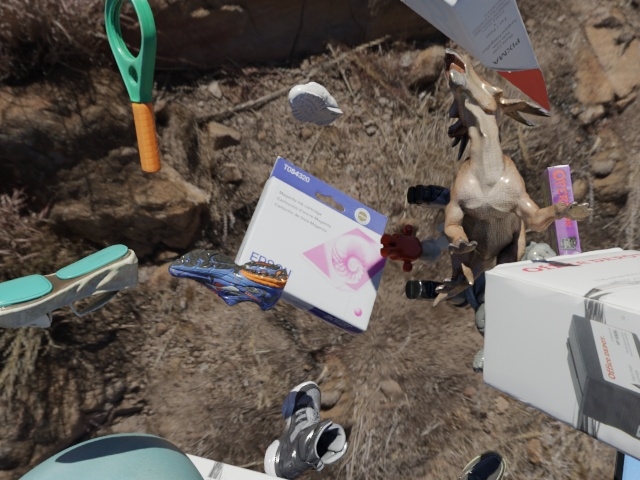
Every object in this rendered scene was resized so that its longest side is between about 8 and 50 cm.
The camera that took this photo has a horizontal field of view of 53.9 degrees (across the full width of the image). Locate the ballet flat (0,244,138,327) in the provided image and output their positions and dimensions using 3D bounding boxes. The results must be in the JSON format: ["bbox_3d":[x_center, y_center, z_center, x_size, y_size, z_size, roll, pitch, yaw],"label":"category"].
[{"bbox_3d":[-0.248,0.055,0.593,0.168,0.057,0.052,-22,118,-32],"label":"ballet flat"}]

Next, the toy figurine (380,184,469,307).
[{"bbox_3d":[0.241,0.008,1.248,0.148,0.213,0.210,7,123,-29],"label":"toy figurine"}]

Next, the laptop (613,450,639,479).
[{"bbox_3d":[0.577,0.309,0.878,0.264,0.136,0.234,-1,73,50],"label":"laptop"}]

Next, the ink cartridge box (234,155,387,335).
[{"bbox_3d":[0.000,0.000,1.423,0.324,0.071,0.330,27,62,-17],"label":"ink cartridge box"}]

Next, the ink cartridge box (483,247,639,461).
[{"bbox_3d":[0.328,0.101,0.546,0.223,0.307,0.129,-5,101,-27],"label":"ink cartridge box"}]

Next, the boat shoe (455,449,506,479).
[{"bbox_3d":[0.313,0.545,1.341,0.223,0.073,0.080,-45,76,-1],"label":"boat shoe"}]

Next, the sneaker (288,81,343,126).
[{"bbox_3d":[-0.026,-0.357,1.592,0.090,0.235,0.095,-26,79,18],"label":"sneaker"}]

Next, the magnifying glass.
[{"bbox_3d":[-0.233,-0.201,0.803,0.092,0.026,0.231,18,121,42],"label":"magnifying glass"}]

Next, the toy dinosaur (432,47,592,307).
[{"bbox_3d":[0.187,-0.048,0.703,0.127,0.296,0.200,0,50,0],"label":"toy dinosaur"}]

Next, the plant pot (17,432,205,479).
[{"bbox_3d":[-0.241,0.351,0.762,0.290,0.195,0.290,2,112,5],"label":"plant pot"}]

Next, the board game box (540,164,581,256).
[{"bbox_3d":[0.522,0.020,1.347,0.056,0.208,0.347,-8,90,19],"label":"board game box"}]

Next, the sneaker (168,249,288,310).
[{"bbox_3d":[-0.173,0.078,1.148,0.221,0.083,0.087,13,109,6],"label":"sneaker"}]

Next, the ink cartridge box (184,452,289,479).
[{"bbox_3d":[-0.162,0.474,1.026,0.272,0.114,0.197,9,118,15],"label":"ink cartridge box"}]

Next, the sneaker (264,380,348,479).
[{"bbox_3d":[-0.009,0.395,1.328,0.153,0.269,0.101,-22,113,28],"label":"sneaker"}]

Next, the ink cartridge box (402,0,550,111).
[{"bbox_3d":[0.207,-0.360,1.024,0.091,0.385,0.308,-43,55,7],"label":"ink cartridge box"}]

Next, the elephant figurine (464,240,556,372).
[{"bbox_3d":[0.350,0.118,1.175,0.239,0.186,0.169,-37,69,8],"label":"elephant figurine"}]
